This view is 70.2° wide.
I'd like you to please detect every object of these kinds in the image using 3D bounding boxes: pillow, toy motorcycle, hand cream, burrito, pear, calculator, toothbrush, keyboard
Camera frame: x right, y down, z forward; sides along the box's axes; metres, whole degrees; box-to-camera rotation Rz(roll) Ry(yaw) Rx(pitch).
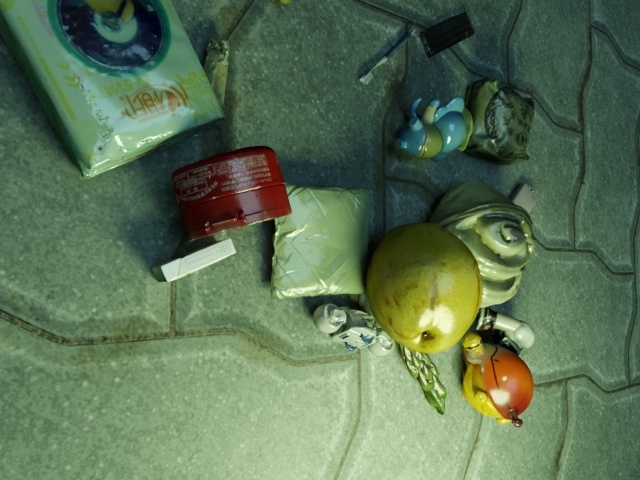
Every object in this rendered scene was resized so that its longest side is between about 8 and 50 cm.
[{"bbox_3d":[0.001,-0.001,1.129,0.274,0.076,0.280,0,93,-30],"label":"pillow"},{"bbox_3d":[0.088,0.219,1.166,0.254,0.112,0.112,30,72,-28],"label":"toy motorcycle"},{"bbox_3d":[-0.180,-0.095,0.932,0.230,0.230,0.149,-21,97,-32],"label":"hand cream"},{"bbox_3d":[-0.238,-0.363,1.016,0.058,0.045,0.188,8,84,-25],"label":"burrito"},{"bbox_3d":[0.254,0.112,1.140,0.314,0.314,0.314,2,86,-32],"label":"pear"},{"bbox_3d":[0.706,-0.127,1.605,0.175,0.032,0.100,-46,110,-25],"label":"calculator"},{"bbox_3d":[0.200,-0.537,1.317,0.026,0.024,0.288,50,63,-21],"label":"toothbrush"},{"bbox_3d":[0.411,-0.668,1.463,0.250,0.017,0.087,-36,107,-28],"label":"keyboard"}]

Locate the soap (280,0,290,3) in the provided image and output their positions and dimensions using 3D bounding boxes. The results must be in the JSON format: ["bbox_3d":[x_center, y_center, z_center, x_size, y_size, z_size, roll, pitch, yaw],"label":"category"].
[{"bbox_3d":[-0.109,-0.666,1.124,0.089,0.033,0.168,8,83,-30],"label":"soap"}]

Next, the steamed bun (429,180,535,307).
[{"bbox_3d":[0.491,0.015,1.336,0.339,0.247,0.352,45,61,-23],"label":"steamed bun"}]

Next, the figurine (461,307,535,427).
[{"bbox_3d":[0.540,0.390,1.371,0.320,0.196,0.323,42,56,-30],"label":"figurine"}]

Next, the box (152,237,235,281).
[{"bbox_3d":[-0.264,0.042,0.951,0.154,0.084,0.040,-24,101,-32],"label":"box"}]

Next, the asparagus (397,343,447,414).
[{"bbox_3d":[0.295,0.374,1.290,0.080,0.080,0.287,-45,109,-26],"label":"asparagus"}]

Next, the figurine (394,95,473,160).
[{"bbox_3d":[0.333,-0.323,1.315,0.262,0.154,0.180,-5,101,-36],"label":"figurine"}]

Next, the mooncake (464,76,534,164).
[{"bbox_3d":[0.594,-0.387,1.492,0.254,0.136,0.250,11,85,-31],"label":"mooncake"}]

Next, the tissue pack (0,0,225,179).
[{"bbox_3d":[-0.398,-0.348,0.847,0.287,0.162,0.388,-30,103,-27],"label":"tissue pack"}]
